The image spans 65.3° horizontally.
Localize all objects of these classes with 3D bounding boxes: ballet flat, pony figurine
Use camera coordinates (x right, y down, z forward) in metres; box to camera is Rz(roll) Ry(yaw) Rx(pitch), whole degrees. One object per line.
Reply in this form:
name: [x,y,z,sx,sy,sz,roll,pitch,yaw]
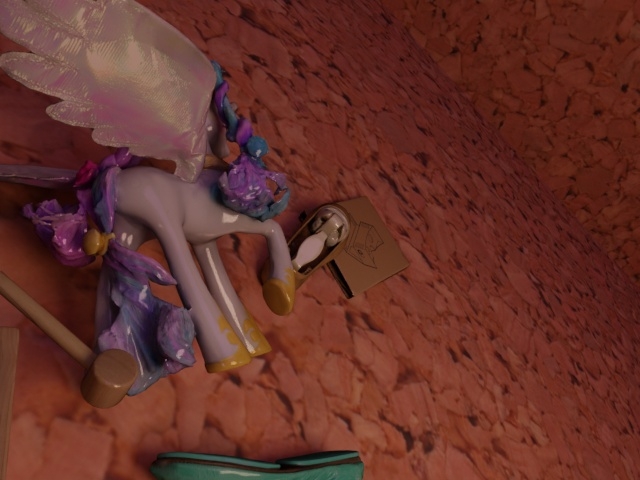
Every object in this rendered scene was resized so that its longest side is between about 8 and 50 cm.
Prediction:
ballet flat: [-0.051,0.259,0.504,0.247,0.083,0.087,17,62,-35]
pony figurine: [-0.172,-0.041,0.504,0.351,0.302,0.364,-2,75,-56]
ballet flat: [0.000,0.000,0.753,0.080,0.073,0.232,44,45,-5]

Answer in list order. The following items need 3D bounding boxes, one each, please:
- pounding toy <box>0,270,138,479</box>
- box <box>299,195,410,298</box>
pounding toy: [-0.239,0.114,0.336,0.206,0.094,0.181,10,37,-34]
box: [0.067,0.004,0.890,0.201,0.021,0.164,-18,74,-52]
